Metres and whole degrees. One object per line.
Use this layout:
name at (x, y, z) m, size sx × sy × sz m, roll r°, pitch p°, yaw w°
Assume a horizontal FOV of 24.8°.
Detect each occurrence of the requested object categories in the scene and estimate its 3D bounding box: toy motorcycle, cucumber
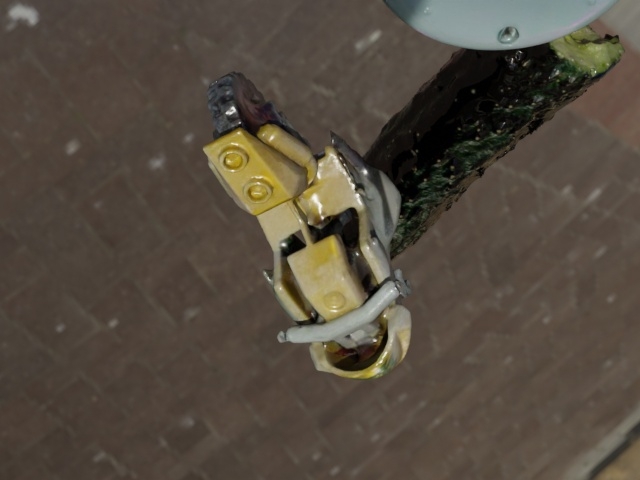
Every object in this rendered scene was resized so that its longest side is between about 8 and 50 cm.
toy motorcycle at (-0.001, 0.000, 0.912) m, size 0.094 × 0.130 × 0.229 m, roll -24°, pitch 125°, yaw 19°
cucumber at (0.079, -0.059, 0.975) m, size 0.081 × 0.072 × 0.303 m, roll 24°, pitch 142°, yaw -19°

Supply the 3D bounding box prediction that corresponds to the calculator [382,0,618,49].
calculator at (0.093, -0.225, 0.679) m, size 0.185 × 0.041 × 0.299 m, roll -3°, pitch 125°, yaw -4°
